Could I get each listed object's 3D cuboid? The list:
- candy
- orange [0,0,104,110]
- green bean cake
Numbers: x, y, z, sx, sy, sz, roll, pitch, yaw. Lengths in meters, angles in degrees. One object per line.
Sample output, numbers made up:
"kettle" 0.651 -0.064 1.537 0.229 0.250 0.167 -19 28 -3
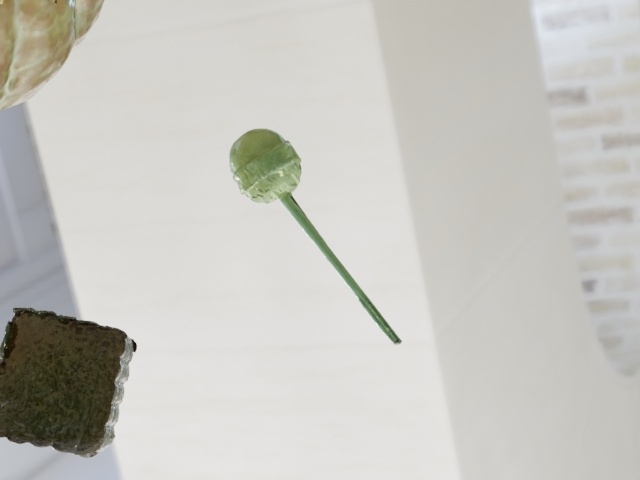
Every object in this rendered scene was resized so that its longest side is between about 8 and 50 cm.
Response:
"candy" 0.000 0.000 1.708 0.092 0.335 0.093 -37 -178 -9
"orange" -0.317 -0.246 1.027 0.329 0.329 0.249 -21 173 -31
"green bean cake" -0.350 0.192 1.797 0.173 0.181 0.094 10 170 5
